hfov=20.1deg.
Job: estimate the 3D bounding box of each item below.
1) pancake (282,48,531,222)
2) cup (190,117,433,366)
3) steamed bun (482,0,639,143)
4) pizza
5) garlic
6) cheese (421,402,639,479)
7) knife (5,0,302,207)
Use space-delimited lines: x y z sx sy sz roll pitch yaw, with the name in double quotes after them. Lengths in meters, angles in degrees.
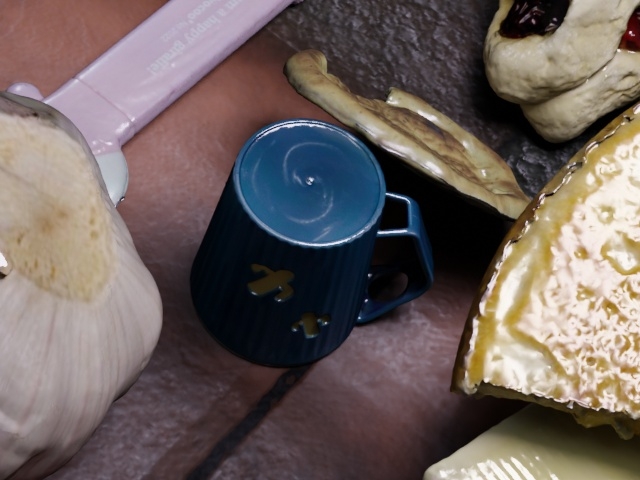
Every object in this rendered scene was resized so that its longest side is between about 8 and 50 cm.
0.072 -0.076 1.363 0.212 0.029 0.235 42 16 34 "pancake"
0.000 0.000 1.302 0.176 0.155 0.131 3 58 -8 "cup"
0.206 -0.163 1.465 0.141 0.172 0.155 26 77 50 "steamed bun"
0.242 0.029 1.218 0.223 0.089 0.323 39 75 12 "pizza"
-0.266 0.030 1.166 0.317 0.259 0.317 28 42 -28 "garlic"
0.221 0.225 1.227 0.242 0.124 0.265 -30 69 -25 "cheese"
-0.114 -0.152 1.445 0.132 0.038 0.398 38 57 10 "knife"
